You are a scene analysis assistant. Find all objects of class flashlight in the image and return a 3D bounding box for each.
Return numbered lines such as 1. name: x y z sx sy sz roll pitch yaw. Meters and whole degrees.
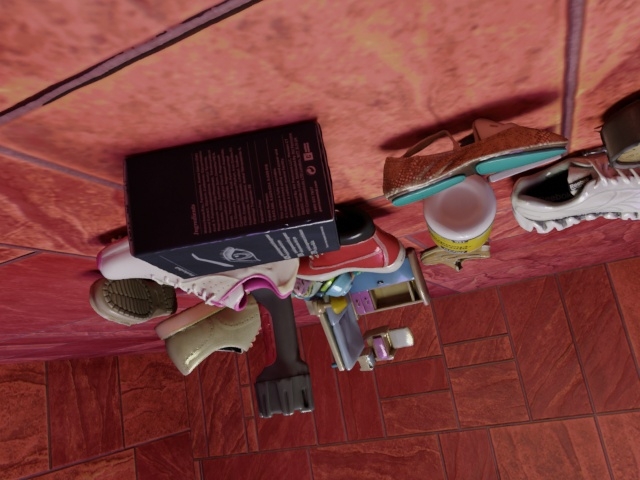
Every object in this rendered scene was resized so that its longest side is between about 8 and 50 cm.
1. flashlight: -0.091 0.142 0.883 0.103 0.304 0.103 -1 165 -27

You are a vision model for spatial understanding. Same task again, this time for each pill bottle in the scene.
1. pill bottle: 0.218 -0.035 0.808 0.103 0.103 0.184 -13 166 13

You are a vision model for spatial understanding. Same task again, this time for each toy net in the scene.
1. toy net: 0.074 0.040 1.046 0.122 0.045 0.232 -54 176 21

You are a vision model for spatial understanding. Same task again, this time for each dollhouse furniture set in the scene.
1. dollhouse furniture set: 0.133 0.191 1.186 0.198 0.287 0.303 -16 -170 24

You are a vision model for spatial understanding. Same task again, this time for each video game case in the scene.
1. video game case: 0.272 -0.099 0.701 0.087 0.011 0.122 -20 180 17

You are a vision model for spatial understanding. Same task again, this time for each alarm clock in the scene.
1. alarm clock: 0.420 -0.142 0.599 0.129 0.064 0.192 1 165 -39

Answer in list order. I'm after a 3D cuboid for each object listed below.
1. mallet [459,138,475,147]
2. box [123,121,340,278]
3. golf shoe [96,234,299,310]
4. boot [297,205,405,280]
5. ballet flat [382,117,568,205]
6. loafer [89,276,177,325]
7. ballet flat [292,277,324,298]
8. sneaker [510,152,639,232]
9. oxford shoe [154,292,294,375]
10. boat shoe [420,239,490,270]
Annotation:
1. mallet: 0.151 -0.090 0.690 0.062 0.039 0.189 2 166 -45
2. box: -0.088 -0.035 0.573 0.207 0.108 0.153 -10 167 1
3. golf shoe: -0.179 0.041 0.761 0.306 0.140 0.115 -9 168 2
4. boot: 0.000 0.000 0.881 0.244 0.089 0.176 -8 154 33
5. ballet flat: 0.165 -0.100 0.580 0.206 0.067 0.073 -16 170 13
6. loafer: -0.387 0.128 1.047 0.092 0.102 0.268 -18 166 9
7. ballet flat: -0.005 0.058 1.066 0.079 0.077 0.221 -37 177 16
8. sneaker: 0.432 -0.087 0.770 0.292 0.110 0.118 -17 156 26
9. oxford shoe: -0.193 0.192 1.248 0.396 0.147 0.140 -22 174 -33
10. boat shoe: 0.331 0.042 1.277 0.068 0.072 0.190 2 162 -42
